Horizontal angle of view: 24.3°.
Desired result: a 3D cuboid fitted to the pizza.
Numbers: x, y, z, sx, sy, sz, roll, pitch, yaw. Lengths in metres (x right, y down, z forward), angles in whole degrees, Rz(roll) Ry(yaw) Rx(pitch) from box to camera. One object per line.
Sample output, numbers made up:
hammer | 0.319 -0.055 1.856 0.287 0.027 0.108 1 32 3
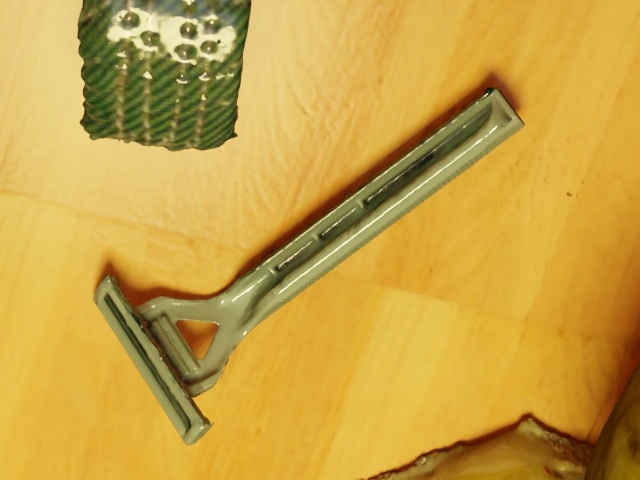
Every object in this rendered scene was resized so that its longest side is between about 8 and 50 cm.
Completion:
pizza | 0.095 0.205 0.983 0.204 0.080 0.188 26 108 -16

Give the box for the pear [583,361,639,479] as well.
pear | 0.318 0.199 0.868 0.352 0.352 0.413 -34 117 9

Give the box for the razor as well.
razor | 0.003 0.001 0.899 0.278 0.056 0.111 -35 77 3

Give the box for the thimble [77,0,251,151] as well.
thimble | -0.079 -0.122 0.794 0.090 0.118 0.135 7 129 -5
